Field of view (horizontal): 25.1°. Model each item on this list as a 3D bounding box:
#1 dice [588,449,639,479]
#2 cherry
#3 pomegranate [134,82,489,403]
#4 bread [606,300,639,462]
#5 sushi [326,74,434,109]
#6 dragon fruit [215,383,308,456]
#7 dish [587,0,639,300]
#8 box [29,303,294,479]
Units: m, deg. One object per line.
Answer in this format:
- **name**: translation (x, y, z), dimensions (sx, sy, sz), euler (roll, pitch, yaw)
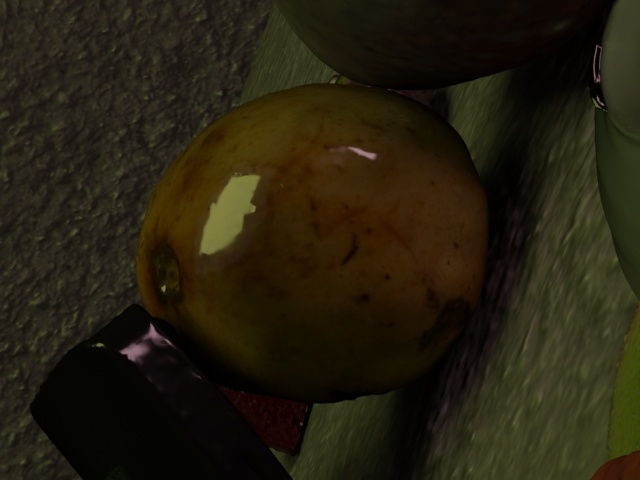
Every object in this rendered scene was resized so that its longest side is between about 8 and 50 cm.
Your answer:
- **dice**: translation (0.133, 0.152, 0.325), dimensions (0.174, 0.175, 0.179), euler (125, 158, -72)
- **cherry**: translation (0.058, -0.259, 0.992), dimensions (0.291, 0.326, 0.335), euler (-50, 13, -17)
- **pomegranate**: translation (0.000, 0.000, 1.046), dimensions (0.260, 0.260, 0.260), euler (-159, 90, -78)
- **bread**: translation (0.187, 0.048, 0.628), dimensions (0.228, 0.034, 0.228), euler (-159, 90, -79)
- **sushi**: translation (0.027, -0.061, 1.319), dimensions (0.241, 0.107, 0.161), euler (-67, 9, -17)
- **dragon fruit**: translation (-0.079, 0.077, 1.429), dimensions (0.126, 0.161, 0.274), euler (142, 145, -63)
- **dish**: translation (0.188, -0.087, 0.584), dimensions (0.260, 0.085, 0.260), euler (-42, 31, 33)
- **box**: translation (-0.092, 0.191, 1.069), dimensions (0.073, 0.289, 0.290), euler (-40, -2, -26)
